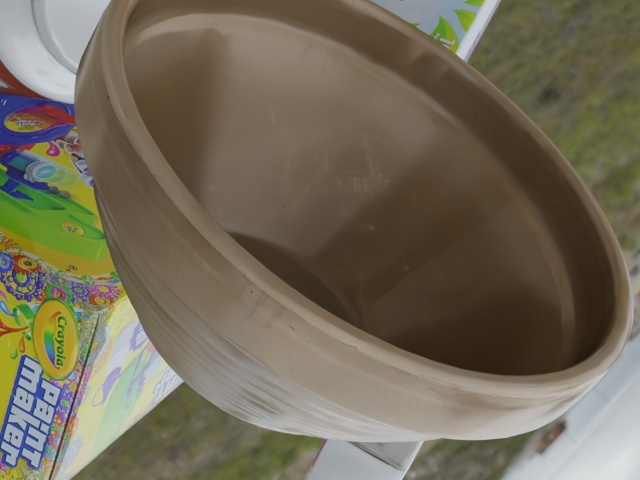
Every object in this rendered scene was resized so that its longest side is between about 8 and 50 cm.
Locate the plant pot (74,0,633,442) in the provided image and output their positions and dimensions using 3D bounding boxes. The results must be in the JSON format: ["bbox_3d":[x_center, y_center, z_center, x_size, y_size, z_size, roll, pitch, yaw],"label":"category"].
[{"bbox_3d":[0.000,0.000,0.517,0.237,0.237,0.110,-25,156,-53],"label":"plant pot"}]

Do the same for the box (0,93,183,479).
[{"bbox_3d":[-0.225,0.006,0.995,0.290,0.279,0.177,-40,156,-59],"label":"box"}]

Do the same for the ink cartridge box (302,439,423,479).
[{"bbox_3d":[-0.016,0.262,0.982,0.371,0.069,0.176,-66,171,23],"label":"ink cartridge box"}]

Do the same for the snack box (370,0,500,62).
[{"bbox_3d":[0.049,-0.149,0.675,0.037,0.100,0.141,95,21,-59],"label":"snack box"}]

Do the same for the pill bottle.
[{"bbox_3d":[-0.164,-0.148,0.806,0.121,0.121,0.216,-41,-155,-18],"label":"pill bottle"}]
